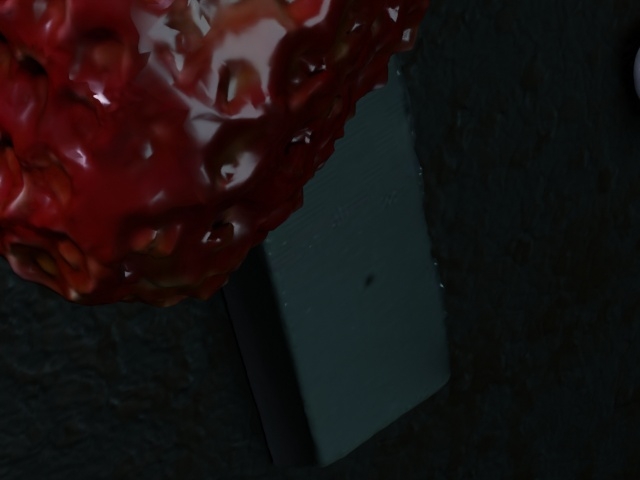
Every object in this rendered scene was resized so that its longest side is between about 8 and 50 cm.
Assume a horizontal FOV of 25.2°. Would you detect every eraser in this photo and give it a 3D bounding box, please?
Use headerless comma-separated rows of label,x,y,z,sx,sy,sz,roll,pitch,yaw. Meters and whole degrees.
eraser,0.000,0.000,0.830,0.111,0.077,0.352,-31,130,-23

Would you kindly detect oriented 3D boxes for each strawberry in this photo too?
strawberry,-0.045,-0.134,0.598,0.265,0.149,0.336,9,89,-30

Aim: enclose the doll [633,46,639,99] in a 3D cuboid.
doll,0.305,-0.141,1.005,0.181,0.110,0.107,-49,137,-13
